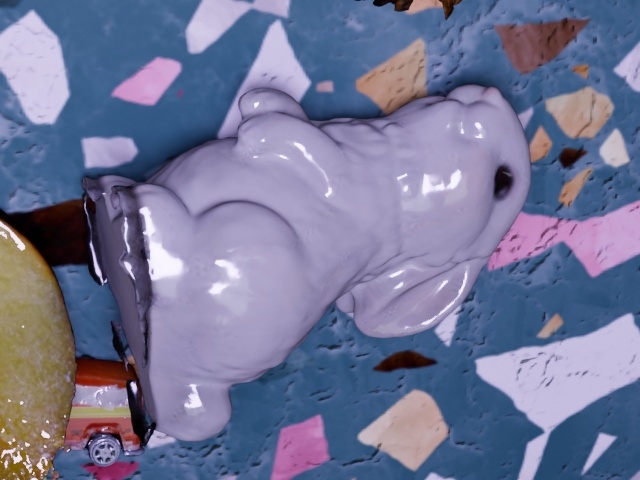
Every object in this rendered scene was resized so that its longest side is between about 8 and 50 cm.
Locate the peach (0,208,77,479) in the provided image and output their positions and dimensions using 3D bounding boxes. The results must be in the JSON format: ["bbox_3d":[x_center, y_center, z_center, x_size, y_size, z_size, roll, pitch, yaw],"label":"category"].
[{"bbox_3d":[-0.288,0.082,1.457,0.189,0.068,0.279,-25,87,-20],"label":"peach"}]

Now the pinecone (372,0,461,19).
[{"bbox_3d":[0.061,-0.248,1.372,0.174,0.173,0.173,-6,117,-11],"label":"pinecone"}]

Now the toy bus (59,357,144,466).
[{"bbox_3d":[-0.231,0.136,1.533,0.174,0.079,0.077,5,106,-16],"label":"toy bus"}]

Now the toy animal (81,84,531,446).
[{"bbox_3d":[0.000,0.000,1.471,0.357,0.194,0.257,-11,108,-18],"label":"toy animal"}]

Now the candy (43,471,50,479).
[{"bbox_3d":[-0.237,0.216,1.598,0.035,0.035,0.123,-52,140,-37],"label":"candy"}]
